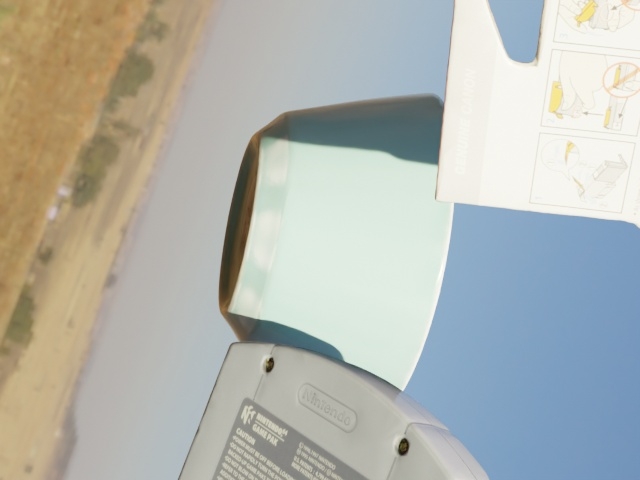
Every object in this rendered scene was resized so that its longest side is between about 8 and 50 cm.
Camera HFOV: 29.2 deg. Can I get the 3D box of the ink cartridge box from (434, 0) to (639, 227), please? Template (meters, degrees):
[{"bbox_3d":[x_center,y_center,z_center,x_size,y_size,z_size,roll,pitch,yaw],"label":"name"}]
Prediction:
[{"bbox_3d":[0.208,-0.139,0.689,0.066,0.261,0.296,-67,163,-52],"label":"ink cartridge box"}]

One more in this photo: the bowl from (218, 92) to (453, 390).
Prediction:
[{"bbox_3d":[0.000,0.000,1.161,0.311,0.163,0.311,-170,-90,-79],"label":"bowl"}]

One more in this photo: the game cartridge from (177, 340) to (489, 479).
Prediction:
[{"bbox_3d":[-0.001,0.194,0.959,0.297,0.062,0.198,25,-90,50],"label":"game cartridge"}]
